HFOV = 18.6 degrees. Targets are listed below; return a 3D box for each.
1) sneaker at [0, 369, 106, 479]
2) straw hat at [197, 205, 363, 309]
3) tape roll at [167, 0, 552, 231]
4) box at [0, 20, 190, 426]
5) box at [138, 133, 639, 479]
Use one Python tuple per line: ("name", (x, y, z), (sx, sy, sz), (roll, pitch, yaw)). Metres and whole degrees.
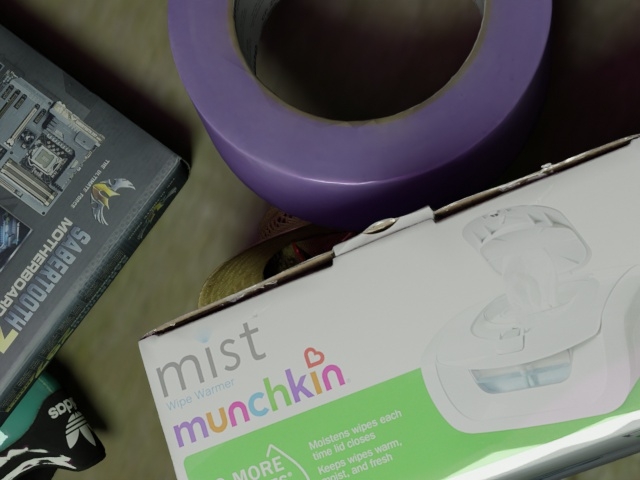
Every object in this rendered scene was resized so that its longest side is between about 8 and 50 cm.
("sneaker", (-0.241, 0.200, 1.180), (0.121, 0.108, 0.302), (38, 111, 9))
("straw hat", (0.000, 0.000, 1.072), (0.144, 0.144, 0.061), (-25, 58, 22))
("tape roll", (0.023, -0.105, 0.983), (0.189, 0.080, 0.189), (-2, 73, 6))
("box", (-0.214, -0.005, 1.095), (0.183, 0.059, 0.232), (36, 87, 6))
("box", (0.084, 0.058, 0.955), (0.262, 0.231, 0.126), (-22, 79, 17))
